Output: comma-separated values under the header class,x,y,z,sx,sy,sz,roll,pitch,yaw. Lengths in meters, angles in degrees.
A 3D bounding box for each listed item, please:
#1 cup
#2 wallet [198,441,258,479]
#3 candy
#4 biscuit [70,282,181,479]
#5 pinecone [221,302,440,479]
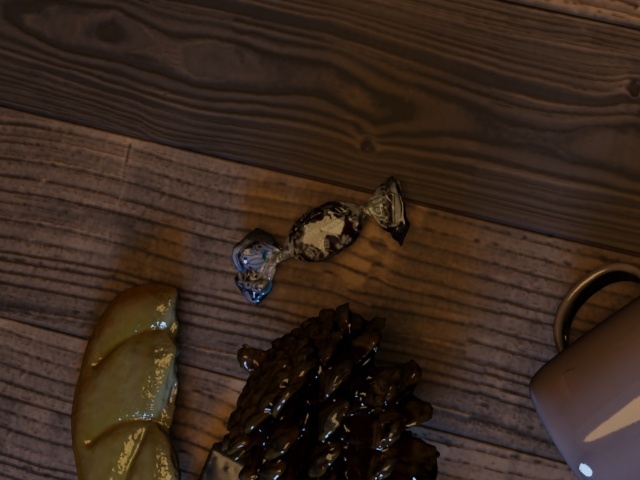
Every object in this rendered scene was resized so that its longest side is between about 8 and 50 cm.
class,x,y,z,sx,sy,sz,roll,pitch,yaw
cup,0.335,0.147,1.547,0.200,0.191,0.253,-33,57,11
wallet,-0.012,0.364,1.647,0.309,0.042,0.165,21,93,8
candy,0.000,0.000,1.651,0.226,0.051,0.094,-27,97,10
biscuit,-0.227,0.202,1.673,0.154,0.045,0.299,-6,83,25
pinecone,0.014,0.199,1.566,0.243,0.243,0.257,-40,126,7
